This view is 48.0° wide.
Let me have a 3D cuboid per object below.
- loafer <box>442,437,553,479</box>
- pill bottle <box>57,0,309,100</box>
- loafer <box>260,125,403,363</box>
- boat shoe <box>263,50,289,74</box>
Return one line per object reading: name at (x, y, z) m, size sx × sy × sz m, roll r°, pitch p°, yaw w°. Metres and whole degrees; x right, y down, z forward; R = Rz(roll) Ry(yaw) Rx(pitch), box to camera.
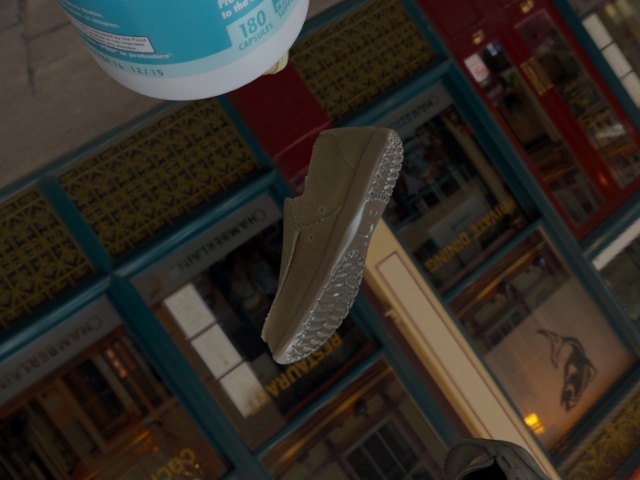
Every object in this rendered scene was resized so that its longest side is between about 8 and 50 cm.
loafer at (0.204, 0.294, 0.845) m, size 0.319 × 0.112 × 0.112 m, roll 160°, pitch -52°, yaw -79°
pill bottle at (-0.092, -0.197, 0.341) m, size 0.146 × 0.146 × 0.264 m, roll -35°, pitch 156°, yaw -8°
loafer at (0.000, 0.000, 0.762) m, size 0.268 × 0.092 × 0.102 m, roll -66°, pitch 155°, yaw 0°
boat shoe at (-0.190, -0.283, 0.891) m, size 0.110 × 0.341 × 0.121 m, roll -44°, pitch 154°, yaw -30°
